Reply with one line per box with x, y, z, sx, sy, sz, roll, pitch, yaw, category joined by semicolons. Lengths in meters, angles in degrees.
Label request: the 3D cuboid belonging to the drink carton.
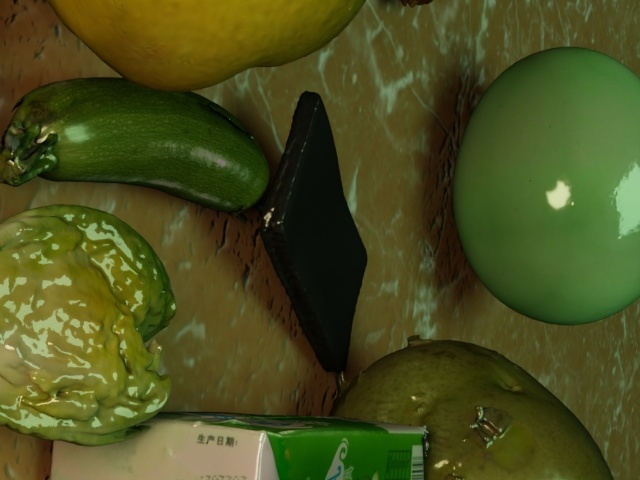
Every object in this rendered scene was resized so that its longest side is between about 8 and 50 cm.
-0.047;0.169;1.011;0.271;0.161;0.108;16;76;-62;drink carton

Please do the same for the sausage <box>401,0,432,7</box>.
0.096;-0.381;1.314;0.097;0.094;0.348;-9;99;-56;sausage

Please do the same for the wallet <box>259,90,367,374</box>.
-0.001;0.000;1.174;0.244;0.025;0.124;68;32;-57;wallet

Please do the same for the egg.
0.238;-0.053;1.444;0.220;0.220;0.269;28;62;-58;egg

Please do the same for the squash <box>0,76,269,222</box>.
-0.108;-0.063;0.980;0.318;0.071;0.080;7;64;-64;squash

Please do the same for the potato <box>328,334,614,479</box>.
0.143;0.254;1.240;0.219;0.270;0.359;-30;121;-6;potato

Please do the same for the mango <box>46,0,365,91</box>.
-0.087;-0.304;0.827;0.301;0.221;0.445;177;-97;-82;mango

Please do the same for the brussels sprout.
-0.159;0.048;0.869;0.181;0.100;0.139;6;86;-36;brussels sprout
